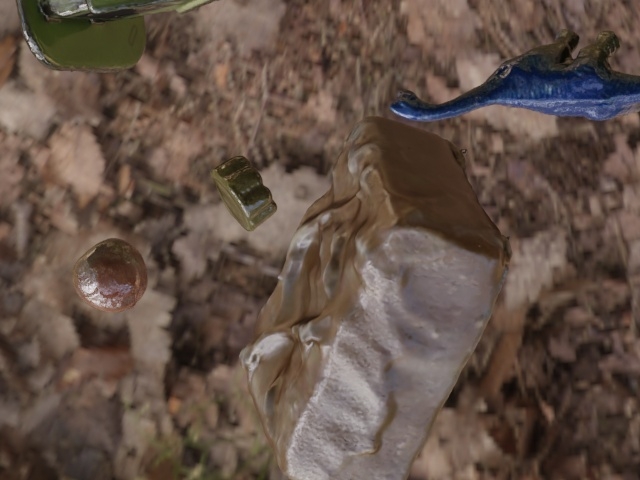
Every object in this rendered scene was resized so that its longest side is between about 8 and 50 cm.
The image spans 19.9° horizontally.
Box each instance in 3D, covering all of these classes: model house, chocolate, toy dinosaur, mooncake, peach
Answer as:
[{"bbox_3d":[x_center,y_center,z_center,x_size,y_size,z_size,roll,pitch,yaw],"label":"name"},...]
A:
[{"bbox_3d":[-0.111,-0.274,1.569,0.279,0.205,0.218,-9,92,25],"label":"model house"},{"bbox_3d":[0.023,0.045,1.080,0.093,0.148,0.214,17,116,-20],"label":"chocolate"},{"bbox_3d":[0.207,-0.118,1.574,0.248,0.188,0.075,20,125,21],"label":"toy dinosaur"},{"bbox_3d":[-0.011,0.007,1.488,0.057,0.347,0.150,-32,85,8],"label":"mooncake"},{"bbox_3d":[-0.226,0.039,1.966,0.083,0.083,0.083,2,114,4],"label":"peach"}]
